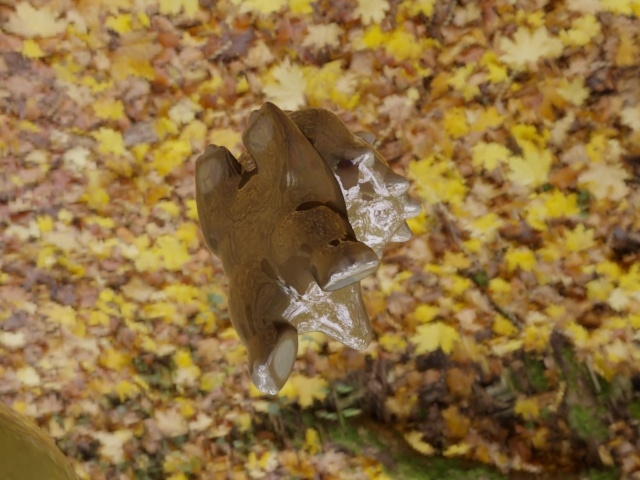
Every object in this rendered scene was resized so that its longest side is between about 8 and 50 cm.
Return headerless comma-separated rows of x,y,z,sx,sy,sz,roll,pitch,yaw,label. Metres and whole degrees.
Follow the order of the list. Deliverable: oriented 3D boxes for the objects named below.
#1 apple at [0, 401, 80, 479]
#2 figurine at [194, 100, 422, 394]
-0.427,0.318,0.820,0.473,0.474,0.474,-12,152,-7,apple
0.001,-0.006,0.830,0.173,0.247,0.177,19,118,-43,figurine
